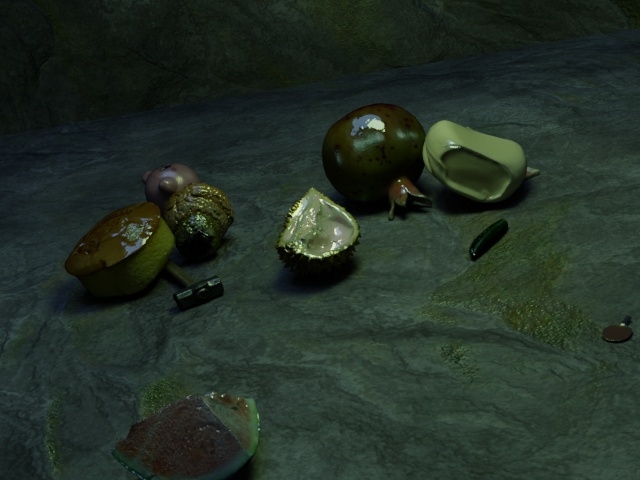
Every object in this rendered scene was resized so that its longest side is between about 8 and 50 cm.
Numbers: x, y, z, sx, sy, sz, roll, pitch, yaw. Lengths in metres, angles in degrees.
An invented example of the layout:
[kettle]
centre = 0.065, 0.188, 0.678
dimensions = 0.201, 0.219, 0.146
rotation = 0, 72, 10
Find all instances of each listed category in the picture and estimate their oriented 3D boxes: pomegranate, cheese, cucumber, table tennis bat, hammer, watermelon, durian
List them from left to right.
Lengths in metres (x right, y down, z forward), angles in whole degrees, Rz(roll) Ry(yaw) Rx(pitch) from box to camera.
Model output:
[hammer]
centre = -0.351, 0.085, 2.219
dimensions = 0.111, 0.043, 0.365
rotation = -23, 23, -21
[watermelon]
centre = -0.198, 0.346, 1.457
dimensions = 0.231, 0.128, 0.146
rotation = -28, 52, -2
[durian]
centre = -0.008, 0.007, 2.098
dimensions = 0.183, 0.138, 0.249
rotation = 18, 34, -3
[pomegranate]
centre = 0.166, -0.200, 2.402
dimensions = 0.291, 0.323, 0.291
rotation = -34, -4, -3
[cheese]
centre = 0.386, -0.204, 2.283
dimensions = 0.266, 0.127, 0.233
rotation = 22, 32, -3
[cucumber]
centre = 0.379, -0.010, 2.051
dimensions = 0.033, 0.036, 0.184
rotation = -5, 20, 43
[table tennis bat]
centre = 0.532, 0.157, 1.612
dimensions = 0.050, 0.007, 0.083
rotation = 7, 31, 40

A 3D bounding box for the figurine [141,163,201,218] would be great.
[figurine]
centre = -0.424, -0.142, 2.614
dimensions = 0.173, 0.173, 0.173
rotation = -11, 23, 5

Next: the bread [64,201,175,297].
[bread]
centre = -0.492, 0.022, 2.234
dimensions = 0.270, 0.148, 0.269
rotation = -21, 32, 14

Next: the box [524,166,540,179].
[box]
centre = 0.529, -0.170, 2.380
dimensions = 0.083, 0.012, 0.046
rotation = -23, 24, -23

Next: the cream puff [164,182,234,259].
[cream puff]
centre = -0.312, -0.033, 2.316
dimensions = 0.183, 0.183, 0.169
rotation = -11, 38, 5
